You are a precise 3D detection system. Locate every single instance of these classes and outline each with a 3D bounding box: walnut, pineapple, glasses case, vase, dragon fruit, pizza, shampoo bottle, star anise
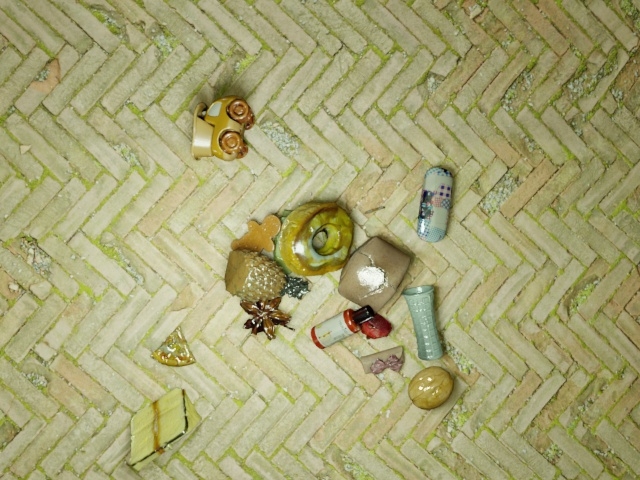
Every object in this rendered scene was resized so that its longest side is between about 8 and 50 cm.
[{"bbox_3d":[0.474,0.631,1.892,0.207,0.159,0.159,-39,94,-2],"label":"walnut"},{"bbox_3d":[-0.205,0.162,1.787,0.362,0.202,0.201,20,89,-37],"label":"pineapple"},{"bbox_3d":[0.497,-0.154,1.915,0.125,0.076,0.326,8,91,-3],"label":"glasses case"},{"bbox_3d":[0.445,0.356,1.894,0.143,0.143,0.298,-13,94,-4],"label":"vase"},{"bbox_3d":[0.277,0.537,1.914,0.194,0.070,0.102,-15,93,-4],"label":"glasses case"},{"bbox_3d":[0.219,0.382,1.882,0.153,0.153,0.110,24,107,-4],"label":"dragon fruit"},{"bbox_3d":[-0.602,0.451,1.862,0.185,0.036,0.176,20,89,-5],"label":"pizza"},{"bbox_3d":[0.096,0.350,1.827,0.278,0.104,0.104,-32,94,23],"label":"shampoo bottle"},{"bbox_3d":[-0.237,0.318,1.840,0.190,0.125,0.220,-14,67,-31],"label":"star anise"}]

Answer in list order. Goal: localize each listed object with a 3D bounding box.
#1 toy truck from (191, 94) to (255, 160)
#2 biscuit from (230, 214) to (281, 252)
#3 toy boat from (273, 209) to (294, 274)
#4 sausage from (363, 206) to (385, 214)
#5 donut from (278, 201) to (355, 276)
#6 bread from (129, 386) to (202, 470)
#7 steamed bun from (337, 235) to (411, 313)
[{"bbox_3d":[-0.390,-0.444,1.778,0.212,0.204,0.287,12,92,-2],"label":"toy truck"},{"bbox_3d":[-0.253,-0.007,1.839,0.250,0.036,0.165,-46,76,14],"label":"biscuit"},{"bbox_3d":[-0.139,0.010,1.866,0.111,0.084,0.275,11,89,-7],"label":"toy boat"},{"bbox_3d":[0.237,-0.131,1.926,0.100,0.015,0.015,-16,92,-4],"label":"sausage"},{"bbox_3d":[0.000,0.000,1.799,0.330,0.160,0.329,-4,97,-34],"label":"donut"},{"bbox_3d":[-0.639,0.748,1.763,0.264,0.236,0.198,-34,94,-3],"label":"bread"},{"bbox_3d":[0.226,0.145,1.838,0.252,0.199,0.301,33,89,-4],"label":"steamed bun"}]
